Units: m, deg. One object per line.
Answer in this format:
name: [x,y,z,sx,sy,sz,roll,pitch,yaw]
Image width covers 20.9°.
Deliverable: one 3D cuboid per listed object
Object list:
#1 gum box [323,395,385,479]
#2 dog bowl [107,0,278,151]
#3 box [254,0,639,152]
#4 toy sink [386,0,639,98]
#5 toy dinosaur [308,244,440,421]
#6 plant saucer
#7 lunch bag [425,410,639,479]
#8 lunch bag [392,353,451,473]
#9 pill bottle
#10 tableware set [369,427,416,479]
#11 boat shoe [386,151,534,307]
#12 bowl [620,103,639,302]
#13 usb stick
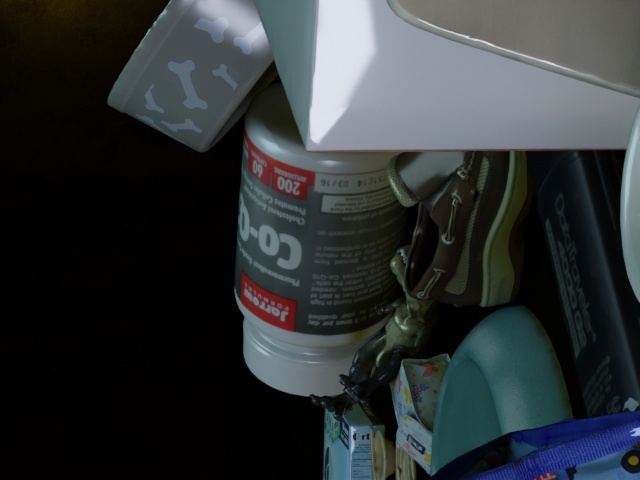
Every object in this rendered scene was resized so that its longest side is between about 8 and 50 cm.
gum box: [0.033,0.265,1.847,0.157,0.041,0.184,-132,43,-77]
dog bowl: [-0.051,-0.228,1.619,0.348,0.102,0.349,-51,2,2]
box: [0.075,-0.197,1.022,0.345,0.215,0.168,-107,18,-61]
toy sink: [0.117,-0.179,0.772,0.131,0.153,0.234,165,120,-81]
toy dinosaur: [0.056,0.109,1.546,0.064,0.118,0.268,43,154,18]
plant saucer: [0.127,0.205,1.265,0.317,0.044,0.317,180,90,-81]
lunch bag: [0.130,0.214,0.913,0.293,0.138,0.221,91,159,-84]
lunch bag: [0.090,0.147,1.459,0.071,0.053,0.083,103,157,-64]
pill bottle: [0.000,0.000,1.655,0.161,0.161,0.283,-104,16,-55]
tableware set: [0.070,0.256,1.685,0.169,0.020,0.141,162,107,-81]
boat shoe: [0.094,-0.045,1.195,0.095,0.095,0.257,-98,5,-47]
bowl: [0.134,-0.013,0.485,0.170,0.080,0.170,-175,90,-79]
usb stick: [0.164,0.014,1.016,0.077,0.045,0.278,112,157,-50]
